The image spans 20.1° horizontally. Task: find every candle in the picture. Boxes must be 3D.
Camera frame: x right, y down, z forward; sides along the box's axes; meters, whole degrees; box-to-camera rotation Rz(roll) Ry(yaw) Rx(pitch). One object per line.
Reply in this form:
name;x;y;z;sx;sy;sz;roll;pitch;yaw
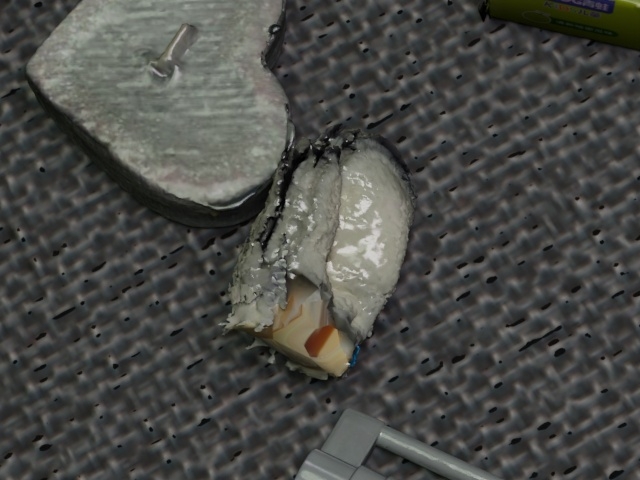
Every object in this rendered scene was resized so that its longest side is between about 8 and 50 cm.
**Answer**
candle;-0.099;-0.101;1.133;0.169;0.068;0.192;-1;73;1

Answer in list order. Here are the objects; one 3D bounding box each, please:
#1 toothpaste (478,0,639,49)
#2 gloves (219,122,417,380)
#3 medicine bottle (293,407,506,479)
toothpaste;0.194;-0.284;1.153;0.110;0.077;0.327;14;77;9
gloves;-0.002;0.000;1.082;0.070;0.114;0.153;5;66;53
medicine bottle;0.092;0.175;1.051;0.221;0.061;0.092;26;54;11
